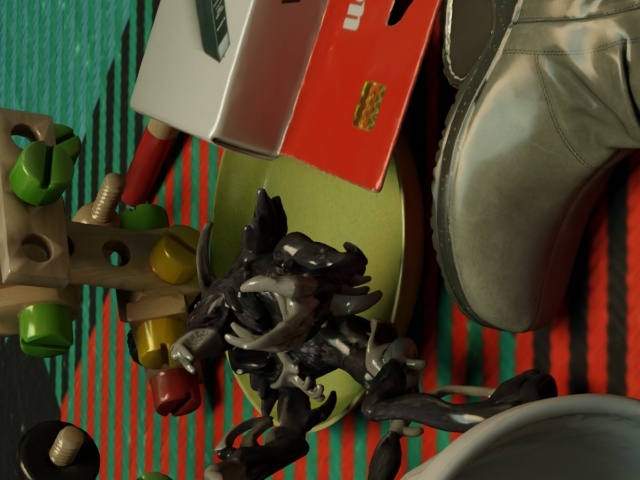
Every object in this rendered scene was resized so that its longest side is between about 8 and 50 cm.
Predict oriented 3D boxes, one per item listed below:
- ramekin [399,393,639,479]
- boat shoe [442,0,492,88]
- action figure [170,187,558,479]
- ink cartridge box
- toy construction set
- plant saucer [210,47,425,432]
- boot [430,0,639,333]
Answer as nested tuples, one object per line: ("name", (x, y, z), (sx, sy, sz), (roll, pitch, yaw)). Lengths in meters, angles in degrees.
("ramekin", (0.098, 0.174, 0.676), (0.109, 0.207, 0.207), (148, 119, -64))
("boat shoe", (0.096, -0.182, 0.823), (0.081, 0.068, 0.228), (39, 121, 53))
("action figure", (-0.004, 0.078, 0.850), (0.275, 0.141, 0.164), (28, 127, 37))
("ink cartridge box", (-0.007, -0.183, 0.959), (0.239, 0.060, 0.275), (25, 98, 58))
("toy construction set", (-0.157, -0.009, 1.084), (0.237, 0.257, 0.309), (121, 170, -47))
("plant saucer", (0.000, 0.000, 1.003), (0.241, 0.037, 0.241), (-4, 86, 59))
("boot", (0.140, -0.056, 0.740), (0.161, 0.083, 0.246), (25, 111, 51))
